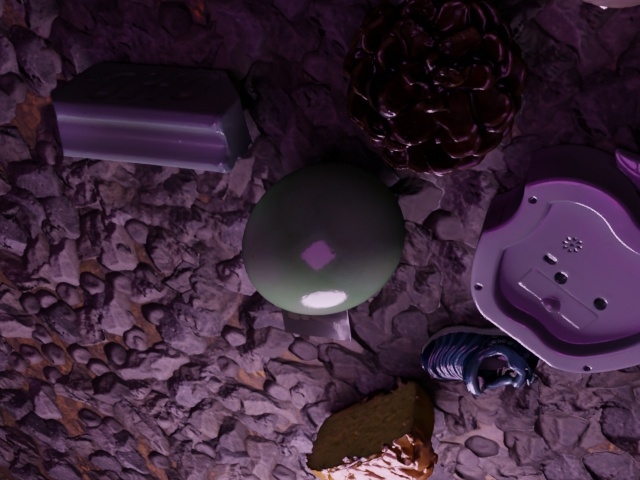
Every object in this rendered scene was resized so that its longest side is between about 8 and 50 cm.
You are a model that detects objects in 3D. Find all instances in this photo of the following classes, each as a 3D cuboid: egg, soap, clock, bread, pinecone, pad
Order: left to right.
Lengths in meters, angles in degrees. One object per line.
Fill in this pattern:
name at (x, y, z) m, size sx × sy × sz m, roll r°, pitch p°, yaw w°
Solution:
soap at (-0.241, -0.189, 1.349) m, size 0.289 × 0.173 × 0.095 m, roll 8°, pitch 125°, yaw 19°
pad at (-0.016, 0.093, 1.560) m, size 0.127 × 0.004 × 0.190 m, roll 5°, pitch 125°, yaw 20°
egg at (0.000, 0.000, 1.347) m, size 0.270 × 0.220 × 0.220 m, roll -22°, pitch 112°, yaw 40°
bread at (0.111, 0.370, 1.610) m, size 0.147 × 0.160 × 0.260 m, roll 43°, pitch 126°, yaw -19°
pinecone at (0.142, -0.211, 1.133) m, size 0.243 × 0.243 × 0.257 m, roll 19°, pitch 161°, yaw 10°
clock at (0.383, 0.034, 1.282) m, size 0.338 × 0.102 × 0.338 m, roll 11°, pitch 126°, yaw 16°

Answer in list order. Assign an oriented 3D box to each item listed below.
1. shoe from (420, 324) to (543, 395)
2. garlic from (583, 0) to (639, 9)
shoe at (0.252, 0.195, 1.452) m, size 0.207 × 0.106 × 0.091 m, roll -6°, pitch 119°, yaw 33°
garlic at (0.363, -0.350, 0.998) m, size 0.178 × 0.143 × 0.229 m, roll 40°, pitch 120°, yaw -5°
